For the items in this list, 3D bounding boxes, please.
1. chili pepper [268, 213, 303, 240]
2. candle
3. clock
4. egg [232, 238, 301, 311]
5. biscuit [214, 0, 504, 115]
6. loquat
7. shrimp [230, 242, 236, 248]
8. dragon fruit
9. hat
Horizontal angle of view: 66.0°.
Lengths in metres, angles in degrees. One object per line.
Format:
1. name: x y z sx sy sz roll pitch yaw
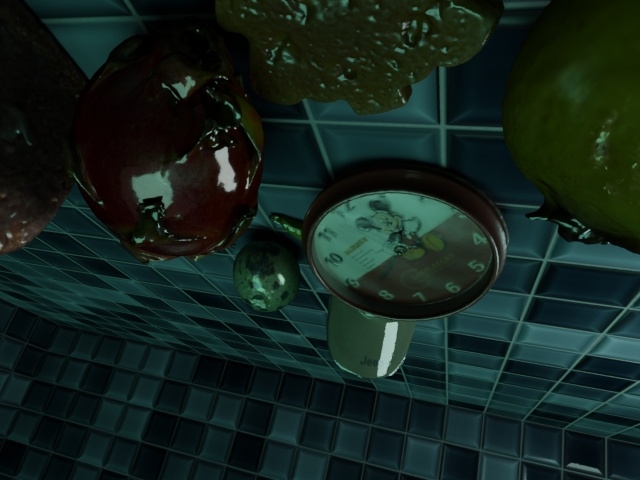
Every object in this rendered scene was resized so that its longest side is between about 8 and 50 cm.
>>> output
1. chili pepper: 0.000 0.000 0.928 0.208 0.049 0.043 28 120 -22
2. candle: -0.380 -0.145 0.588 0.131 0.317 0.287 4 -164 16
3. clock: 0.127 0.010 0.774 0.318 0.080 0.319 9 137 8
4. egg: -0.112 0.069 1.020 0.141 0.141 0.182 8 146 15
5. biscuit: 0.003 -0.225 0.429 0.277 0.043 0.301 2 152 32
6. loquat: 0.248 -0.093 0.345 0.243 0.244 0.244 12 156 6
7. shrimp: -0.228 -0.003 1.071 0.092 0.029 0.038 9 148 1
8. dragon fruit: -0.174 -0.096 0.581 0.250 0.251 0.315 25 161 -22
9. hat: 0.133 0.141 0.936 0.214 0.245 0.149 6 168 -21
